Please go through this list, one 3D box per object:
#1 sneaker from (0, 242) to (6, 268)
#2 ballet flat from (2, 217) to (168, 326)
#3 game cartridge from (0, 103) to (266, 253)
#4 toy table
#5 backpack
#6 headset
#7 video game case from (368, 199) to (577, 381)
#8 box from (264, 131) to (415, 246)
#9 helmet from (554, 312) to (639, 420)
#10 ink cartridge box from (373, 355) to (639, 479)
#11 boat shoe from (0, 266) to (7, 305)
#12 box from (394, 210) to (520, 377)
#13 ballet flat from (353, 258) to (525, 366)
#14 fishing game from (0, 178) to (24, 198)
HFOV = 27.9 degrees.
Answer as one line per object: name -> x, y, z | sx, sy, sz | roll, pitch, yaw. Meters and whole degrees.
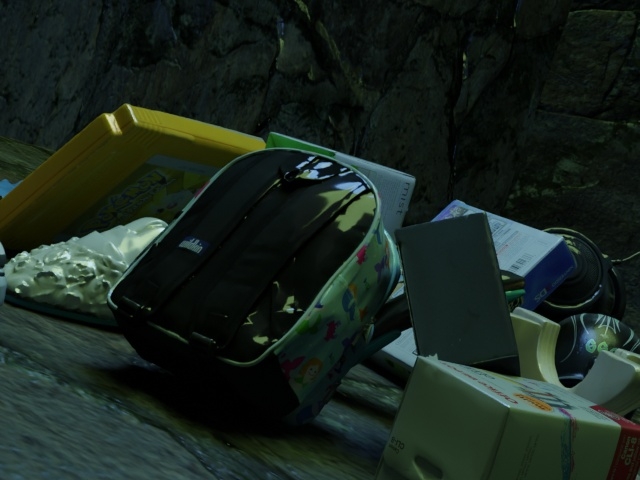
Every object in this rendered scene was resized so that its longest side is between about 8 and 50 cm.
sneaker -> -0.461, -0.066, 1.551 | 0.270, 0.145, 0.090 | 22, 6, 37
ballet flat -> -0.166, 0.044, 1.496 | 0.409, 0.147, 0.147 | 15, 6, -27
game cartridge -> -0.258, -0.065, 1.742 | 0.323, 0.285, 0.053 | 6, 52, -59
toy table -> 0.249, 0.176, 1.387 | 0.274, 0.161, 0.252 | 16, 5, -34
backpack -> -0.047, 0.039, 1.256 | 0.225, 0.253, 0.191 | 20, -26, 34
headset -> 0.373, 0.092, 1.869 | 0.394, 0.185, 0.243 | -21, -24, 18
video game case -> 0.174, 0.073, 1.760 | 0.244, 0.269, 0.061 | 26, -27, 56
box -> 0.000, 0.000, 1.852 | 0.127, 0.262, 0.231 | 21, 6, 32
helmet -> 0.367, 0.180, 1.755 | 0.169, 0.169, 0.161 | 19, 43, 10
ink cartridge box -> 0.160, 0.187, 1.095 | 0.176, 0.127, 0.128 | 14, 7, -36
boat shoe -> -0.418, -0.022, 1.351 | 0.121, 0.119, 0.335 | 14, 6, -41
box -> 0.135, 0.082, 1.236 | 0.093, 0.156, 0.158 | -12, -30, 5
ballet flat -> 0.087, 0.070, 1.450 | 0.280, 0.096, 0.095 | -24, -14, 7
fishing game -> -0.462, -0.060, 2.151 | 0.189, 0.041, 0.264 | 19, 13, 13
